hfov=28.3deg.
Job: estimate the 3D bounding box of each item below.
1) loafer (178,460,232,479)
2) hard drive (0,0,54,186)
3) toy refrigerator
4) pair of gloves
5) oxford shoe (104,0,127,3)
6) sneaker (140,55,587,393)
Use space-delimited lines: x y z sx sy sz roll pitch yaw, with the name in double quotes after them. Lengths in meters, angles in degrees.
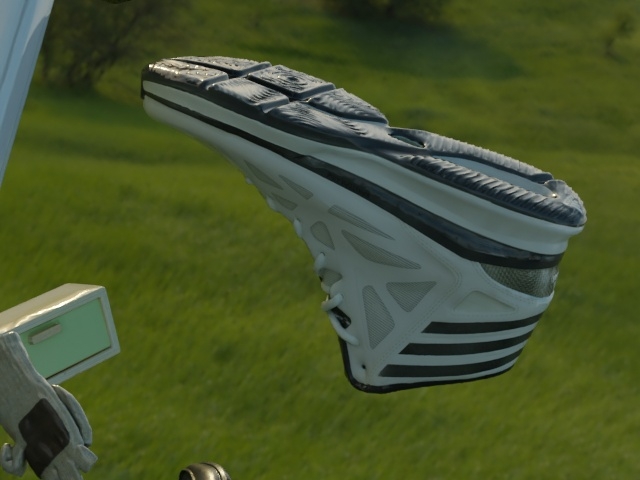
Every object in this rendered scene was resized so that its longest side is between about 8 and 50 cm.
-0.097 0.226 1.030 0.061 0.062 0.170 -6 12 -18 "loafer"
-0.315 -0.138 0.962 0.203 0.308 0.040 13 -6 15 "hard drive"
-0.400 0.151 1.696 0.094 0.102 0.269 3 20 41 "toy refrigerator"
-0.363 0.249 1.439 0.204 0.240 0.042 46 12 22 "pair of gloves"
-0.219 -0.361 1.655 0.212 0.076 0.076 7 -27 38 "oxford shoe"
0.000 0.000 1.200 0.447 0.257 0.169 24 23 18 "sneaker"
